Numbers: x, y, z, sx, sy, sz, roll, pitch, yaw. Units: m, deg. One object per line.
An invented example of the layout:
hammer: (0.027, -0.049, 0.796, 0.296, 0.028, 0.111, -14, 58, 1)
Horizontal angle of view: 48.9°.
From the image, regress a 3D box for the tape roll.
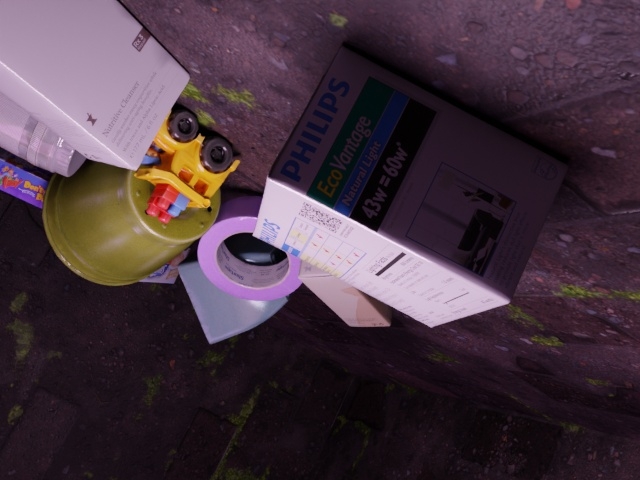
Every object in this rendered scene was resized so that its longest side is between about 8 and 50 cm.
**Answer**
tape roll: (-0.163, 0.024, 1.757, 0.275, 0.090, 0.275, 4, 130, 4)

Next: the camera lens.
camera lens: (-0.623, -0.289, 1.520, 0.274, 0.219, 0.219, 30, 164, -10)

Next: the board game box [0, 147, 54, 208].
board game box: (-0.743, -0.196, 1.925, 0.233, 0.078, 0.347, 27, -162, -17)

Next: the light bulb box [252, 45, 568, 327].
light bulb box: (0.110, -0.055, 1.091, 0.361, 0.225, 0.358, 28, 165, -2)

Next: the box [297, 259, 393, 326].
box: (0.073, 0.090, 1.719, 0.121, 0.148, 0.311, -3, 152, 26)

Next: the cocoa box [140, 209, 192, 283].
cocoa box: (-0.550, -0.016, 2.112, 0.231, 0.228, 0.347, 24, 179, 10)

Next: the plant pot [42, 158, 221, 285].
plant pot: (-0.429, -0.086, 1.703, 0.366, 0.366, 0.353, 36, 152, -30)

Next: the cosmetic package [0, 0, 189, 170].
cosmetic package: (-0.424, -0.312, 1.151, 0.156, 0.217, 0.385, 15, 163, 37)

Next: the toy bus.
toy bus: (-0.317, -0.154, 1.488, 0.220, 0.211, 0.149, 39, 161, -34)

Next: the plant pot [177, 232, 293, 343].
plant pot: (-0.208, 0.110, 1.993, 0.252, 0.247, 0.248, -16, 105, 19)
